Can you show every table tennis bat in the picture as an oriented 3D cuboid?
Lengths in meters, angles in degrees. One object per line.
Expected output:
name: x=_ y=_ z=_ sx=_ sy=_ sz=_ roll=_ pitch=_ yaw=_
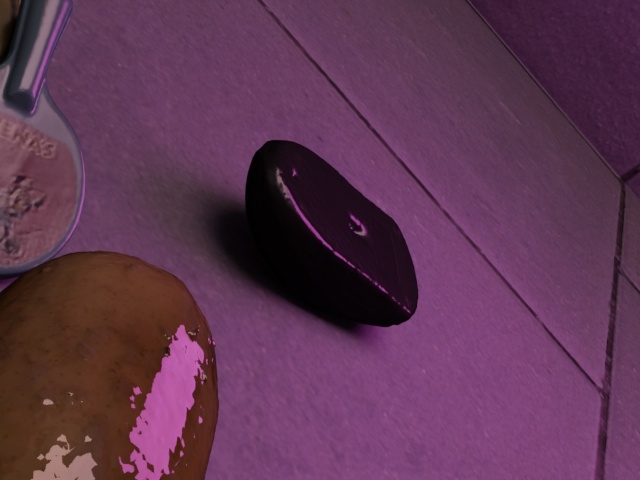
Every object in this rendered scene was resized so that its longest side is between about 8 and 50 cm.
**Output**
table tennis bat: x=-0.233 y=-0.088 z=0.831 sx=0.153 sy=0.040 sz=0.244 roll=30 pitch=59 yaw=-35

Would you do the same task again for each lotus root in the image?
lotus root: x=-0.150 y=0.130 z=0.638 sx=0.169 sy=0.151 sz=0.343 roll=44 pitch=26 yaw=-18

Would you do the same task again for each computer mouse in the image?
computer mouse: x=0.000 y=0.000 z=1.130 sx=0.269 sy=0.086 sz=0.138 roll=37 pitch=37 yaw=-44

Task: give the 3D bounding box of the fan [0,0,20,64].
fan: x=-0.344 y=-0.233 z=0.847 sx=0.229 sy=0.011 sz=0.335 roll=2 pitch=62 yaw=-36
